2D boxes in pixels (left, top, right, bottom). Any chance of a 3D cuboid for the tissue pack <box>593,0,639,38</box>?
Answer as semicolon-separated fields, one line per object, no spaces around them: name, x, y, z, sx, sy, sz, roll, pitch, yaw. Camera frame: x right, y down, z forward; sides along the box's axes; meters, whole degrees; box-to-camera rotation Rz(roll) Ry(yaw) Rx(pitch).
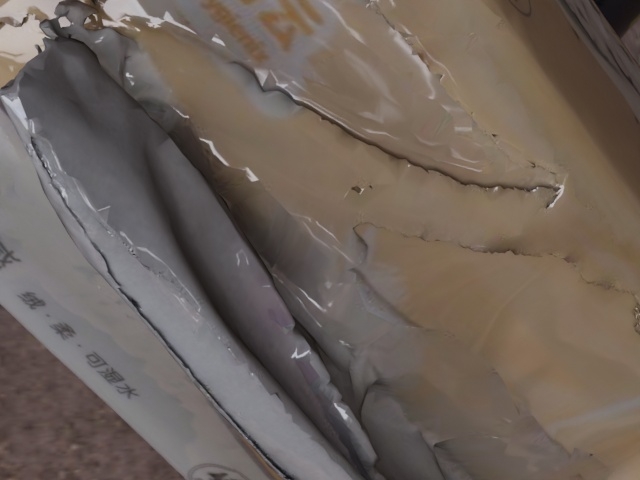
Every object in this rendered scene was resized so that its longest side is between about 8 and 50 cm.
tissue pack;0.093;-0.230;1.072;0.416;0.253;0.264;-45;106;-31

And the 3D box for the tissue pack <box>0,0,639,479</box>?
tissue pack;0.000;0.000;0.550;0.238;0.238;0.305;-36;121;9
